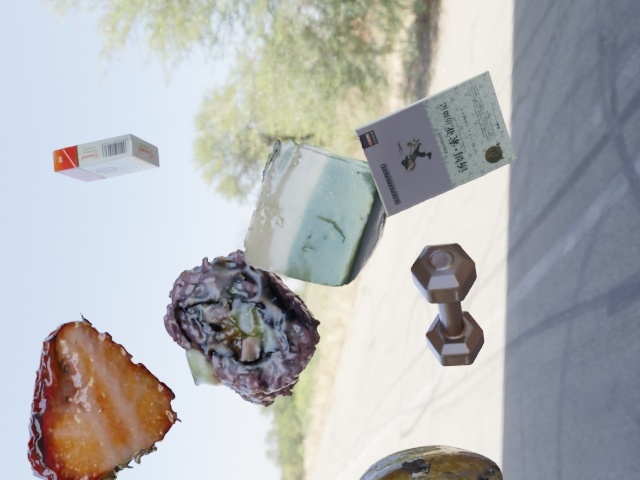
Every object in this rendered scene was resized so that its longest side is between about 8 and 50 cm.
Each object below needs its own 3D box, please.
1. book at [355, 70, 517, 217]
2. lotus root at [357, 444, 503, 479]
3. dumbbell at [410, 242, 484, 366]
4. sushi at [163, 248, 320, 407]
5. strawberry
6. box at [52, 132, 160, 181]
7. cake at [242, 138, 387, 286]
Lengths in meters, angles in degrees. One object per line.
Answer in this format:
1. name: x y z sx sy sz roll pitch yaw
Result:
1. book: 0.144 -0.118 0.955 0.014 0.181 0.127 -113 0 -65
2. lotus root: 0.199 0.477 1.431 0.193 0.290 0.193 179 90 -87
3. dumbbell: 0.190 0.098 1.138 0.231 0.092 0.082 72 -164 -48
4. sushi: -0.134 0.156 1.319 0.236 0.270 0.171 -42 -10 -7
5. strawberry: -0.426 0.306 1.367 0.253 0.280 0.150 -51 16 -28
6. box: -0.372 -0.142 1.345 0.100 0.152 0.048 29 -129 -71
7. cake: 0.001 0.000 1.120 0.283 0.158 0.172 69 -139 -72
